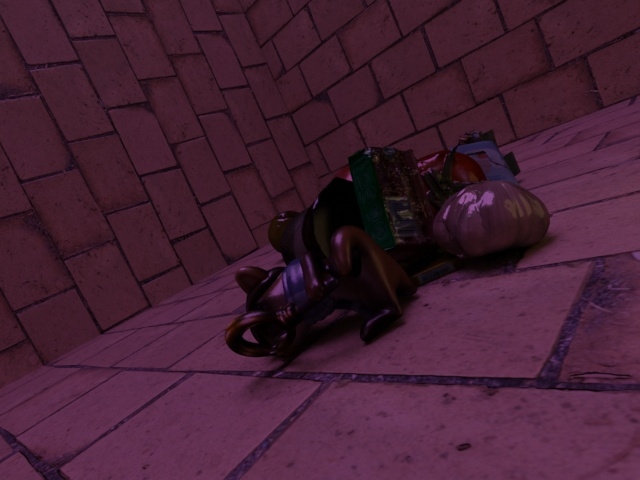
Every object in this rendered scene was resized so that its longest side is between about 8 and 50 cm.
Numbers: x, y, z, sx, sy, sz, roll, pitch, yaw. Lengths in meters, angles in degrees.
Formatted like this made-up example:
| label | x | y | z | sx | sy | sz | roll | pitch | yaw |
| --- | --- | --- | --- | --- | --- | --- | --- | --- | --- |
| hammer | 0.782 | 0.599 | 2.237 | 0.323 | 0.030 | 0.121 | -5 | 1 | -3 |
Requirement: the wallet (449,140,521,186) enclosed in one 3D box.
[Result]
| label | x | y | z | sx | sy | sz | roll | pitch | yaw |
| --- | --- | --- | --- | --- | --- | --- | --- | --- | --- |
| wallet | 0.516 | -0.216 | 1.356 | 0.176 | 0.075 | 0.250 | -8 | 45 | 4 |

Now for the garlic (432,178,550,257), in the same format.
| label | x | y | z | sx | sy | sz | roll | pitch | yaw |
| --- | --- | --- | --- | --- | --- | --- | --- | --- | --- |
| garlic | 0.352 | -0.051 | 0.896 | 0.228 | 0.152 | 0.228 | -10 | 11 | 2 |

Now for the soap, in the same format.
| label | x | y | z | sx | sy | sz | roll | pitch | yaw |
| --- | --- | --- | --- | --- | --- | --- | --- | --- | --- |
| soap | 0.170 | -0.087 | 0.986 | 0.218 | 0.273 | 0.098 | 1 | -23 | -36 |

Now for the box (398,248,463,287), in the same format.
| label | x | y | z | sx | sy | sz | roll | pitch | yaw |
| --- | --- | --- | --- | --- | --- | --- | --- | --- | --- |
| box | 0.248 | 0.056 | 1.006 | 0.121 | 0.030 | 0.193 | -24 | 7 | 4 |

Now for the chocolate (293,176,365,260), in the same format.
| label | x | y | z | sx | sy | sz | roll | pitch | yaw |
| --- | --- | --- | --- | --- | --- | --- | --- | --- | --- |
| chocolate | 0.048 | 0.001 | 1.084 | 0.283 | 0.283 | 0.186 | -30 | 2 | -37 |

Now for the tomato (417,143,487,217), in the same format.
| label | x | y | z | sx | sy | sz | roll | pitch | yaw |
| --- | --- | --- | --- | --- | --- | --- | --- | --- | --- |
| tomato | 0.341 | -0.126 | 1.194 | 0.256 | 0.256 | 0.224 | -23 | -8 | 8 |

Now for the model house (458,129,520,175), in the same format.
| label | x | y | z | sx | sy | sz | roll | pitch | yaw |
| --- | --- | --- | --- | --- | --- | --- | --- | --- | --- |
| model house | 0.600 | -0.256 | 1.544 | 0.206 | 0.271 | 0.178 | 27 | 39 | 33 |

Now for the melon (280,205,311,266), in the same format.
| label | x | y | z | sx | sy | sz | roll | pitch | yaw |
| --- | --- | --- | --- | --- | --- | --- | --- | --- | --- |
| melon | 0.025 | 0.000 | 1.318 | 0.301 | 0.237 | 0.237 | -23 | 6 | -29 |

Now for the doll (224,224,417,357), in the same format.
| label | x | y | z | sx | sy | sz | roll | pitch | yaw |
| --- | --- | --- | --- | --- | --- | --- | --- | --- | --- |
| doll | 0.001 | 0.117 | 0.844 | 0.339 | 0.209 | 0.318 | -19 | -24 | 24 |

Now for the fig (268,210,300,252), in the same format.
| label | x | y | z | sx | sy | sz | roll | pitch | yaw |
| --- | --- | --- | --- | --- | --- | --- | --- | --- | --- |
| fig | -0.160 | -0.033 | 2.237 | 0.239 | 0.239 | 0.271 | -26 | -6 | -14 |

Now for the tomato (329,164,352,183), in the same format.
| label | x | y | z | sx | sy | sz | roll | pitch | yaw |
| --- | --- | --- | --- | --- | --- | --- | --- | --- | --- |
| tomato | 0.162 | -0.182 | 1.935 | 0.321 | 0.321 | 0.321 | -24 | 7 | 3 |
